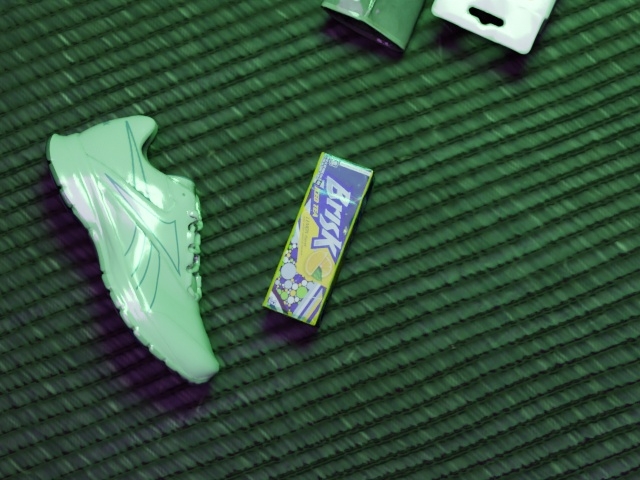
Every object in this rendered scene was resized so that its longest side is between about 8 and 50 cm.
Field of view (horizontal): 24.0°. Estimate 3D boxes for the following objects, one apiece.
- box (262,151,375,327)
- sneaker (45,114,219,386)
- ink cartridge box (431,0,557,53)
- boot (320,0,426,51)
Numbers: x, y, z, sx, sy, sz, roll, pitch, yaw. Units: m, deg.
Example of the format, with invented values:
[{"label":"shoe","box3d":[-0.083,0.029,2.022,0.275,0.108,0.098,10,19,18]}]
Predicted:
[{"label":"box","box3d":[0.000,0.000,1.530,0.059,0.054,0.169,21,87,6]},{"label":"sneaker","box3d":[-0.168,0.004,1.518,0.129,0.111,0.297,-26,84,-5]},{"label":"ink cartridge box","box3d":[0.200,-0.291,1.539,0.115,0.067,0.198,25,85,6]},{"label":"boot","box3d":[0.056,-0.324,1.537,0.189,0.076,0.209,32,93,-12]}]
